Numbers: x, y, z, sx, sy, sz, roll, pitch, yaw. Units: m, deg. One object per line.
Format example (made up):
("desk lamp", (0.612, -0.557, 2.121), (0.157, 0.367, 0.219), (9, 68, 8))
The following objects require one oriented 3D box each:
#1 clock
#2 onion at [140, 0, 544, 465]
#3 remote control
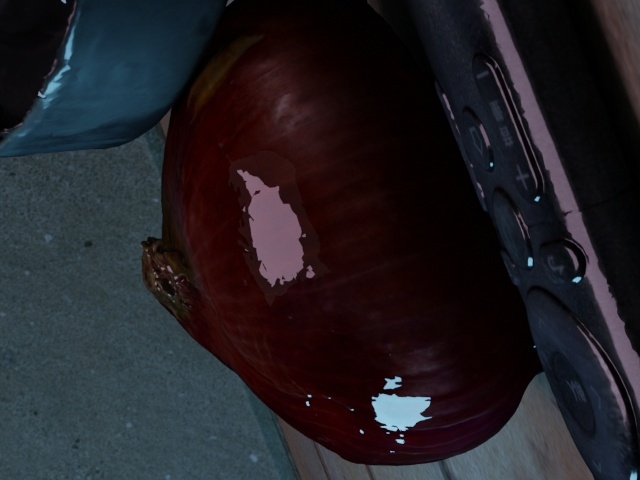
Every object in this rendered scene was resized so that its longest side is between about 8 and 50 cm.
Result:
("clock", (-0.129, -0.226, 0.759), (0.386, 0.076, 0.386), (6, 97, 62))
("onion", (0.011, -0.002, 0.763), (0.248, 0.161, 0.248), (45, 172, 8))
("remote control", (0.077, -0.031, 0.592), (0.107, 0.044, 0.378), (-179, 68, -85))
